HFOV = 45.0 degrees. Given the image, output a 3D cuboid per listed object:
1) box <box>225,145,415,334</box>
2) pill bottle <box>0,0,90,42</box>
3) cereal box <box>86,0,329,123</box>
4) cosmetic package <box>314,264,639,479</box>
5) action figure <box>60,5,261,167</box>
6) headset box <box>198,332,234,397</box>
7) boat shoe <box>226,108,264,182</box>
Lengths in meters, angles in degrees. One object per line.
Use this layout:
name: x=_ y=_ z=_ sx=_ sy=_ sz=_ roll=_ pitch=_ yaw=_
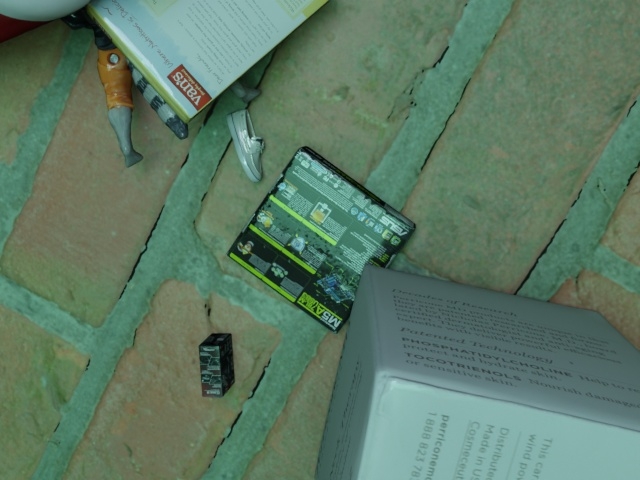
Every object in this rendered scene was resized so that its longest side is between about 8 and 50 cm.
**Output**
box: x=0.000 y=0.000 z=1.042 sx=0.191 sy=0.045 sz=0.184 roll=35 pitch=106 yaw=1
pill bottle: x=-0.366 y=-0.326 z=0.808 sx=0.408 sy=0.229 sz=0.228 roll=-5 pitch=100 yaw=37
cereal box: x=-0.126 y=-0.279 z=0.909 sx=0.240 sy=0.047 sz=0.173 roll=-43 pitch=101 yaw=-13
cosmetic package: x=0.175 y=0.254 z=0.858 sx=0.328 sy=0.393 sz=0.329 roll=12 pitch=102 yaw=-1
action figure: x=-0.203 y=-0.301 z=0.961 sx=0.341 sy=0.178 sz=0.330 roll=-25 pitch=104 yaw=14
headset box: x=-0.145 y=0.179 z=1.088 sx=0.032 sy=0.062 sz=0.083 roll=0 pitch=101 yaw=10
boat shoe: x=-0.094 y=-0.129 z=1.040 sx=0.035 sy=0.035 sz=0.100 roll=-19 pitch=90 yaw=15
